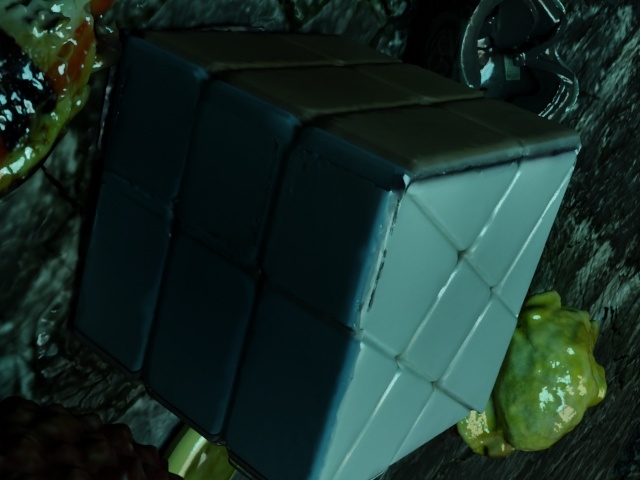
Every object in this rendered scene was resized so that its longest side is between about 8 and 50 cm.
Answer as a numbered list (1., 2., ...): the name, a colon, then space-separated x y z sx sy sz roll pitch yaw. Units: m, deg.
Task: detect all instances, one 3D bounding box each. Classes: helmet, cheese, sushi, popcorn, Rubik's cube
1. helmet: 0.146 -0.157 0.885 0.153 0.107 0.176 -40 124 -29
2. cheese: -0.129 0.224 0.828 0.162 0.036 0.086 -53 148 -17
3. sushi: -0.171 -0.080 0.460 0.103 0.097 0.226 90 25 -48
4. popcorn: 0.269 0.172 1.256 0.253 0.190 0.191 -49 141 -15
5. Rubik's cube: 0.000 0.000 0.657 0.221 0.225 0.231 -15 127 -51

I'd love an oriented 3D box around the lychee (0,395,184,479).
1. lychee: -0.179 0.236 0.536 0.264 0.264 0.299 15 69 -60
